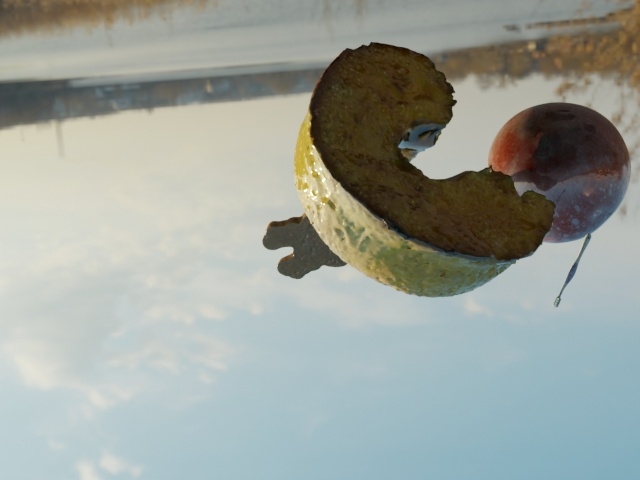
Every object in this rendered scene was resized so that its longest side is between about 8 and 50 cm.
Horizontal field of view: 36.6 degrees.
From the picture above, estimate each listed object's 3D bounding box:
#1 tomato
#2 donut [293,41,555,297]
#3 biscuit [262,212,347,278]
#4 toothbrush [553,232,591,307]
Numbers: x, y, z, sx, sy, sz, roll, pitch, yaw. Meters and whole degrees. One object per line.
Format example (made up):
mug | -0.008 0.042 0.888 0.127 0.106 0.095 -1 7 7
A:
tomato | 0.440 -0.133 1.808 0.270 0.270 0.227 0 161 22
donut | 0.120 -0.096 1.484 0.377 0.435 0.163 -9 148 -38
biscuit | -0.001 -0.003 1.957 0.236 0.144 0.040 -18 -147 22
toothbrush | 0.406 0.048 1.561 0.011 0.131 0.013 25 -179 -7
